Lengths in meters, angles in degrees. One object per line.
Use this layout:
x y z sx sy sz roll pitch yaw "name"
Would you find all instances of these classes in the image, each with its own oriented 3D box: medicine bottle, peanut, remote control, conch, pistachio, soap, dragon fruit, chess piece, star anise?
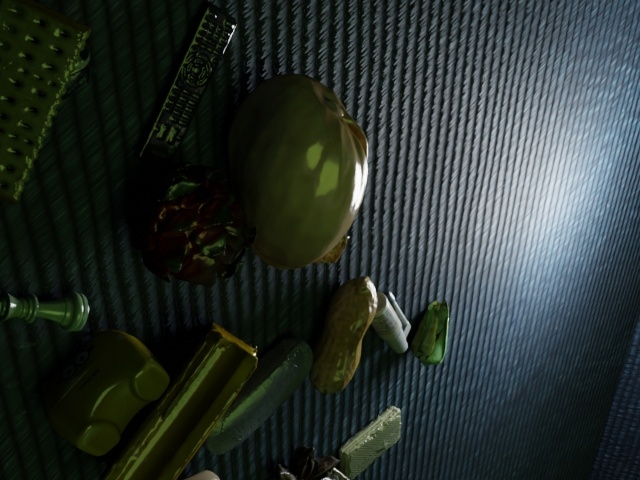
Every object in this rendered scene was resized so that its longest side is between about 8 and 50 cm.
0.155 0.177 1.826 0.092 0.061 0.221 -65 148 -24 "medicine bottle"
0.046 0.192 1.675 0.117 0.101 0.263 -86 -167 -75 "peanut"
-0.194 -0.220 1.172 0.063 0.025 0.245 18 102 -51 "remote control"
0.266 0.224 1.976 0.105 0.079 0.170 6 95 -57 "conch"
-0.037 -0.112 1.288 0.230 0.230 0.309 -21 133 -39 "pistachio"
-0.232 0.289 1.354 0.324 0.096 0.204 -54 -175 -7 "soap"
-0.189 -0.018 1.204 0.182 0.182 0.189 -42 100 -20 "dragon fruit"
-0.403 0.097 1.139 0.149 0.059 0.059 8 109 -45 "chess piece"
-0.041 0.549 1.842 0.262 0.081 0.230 -2 117 -36 "star anise"

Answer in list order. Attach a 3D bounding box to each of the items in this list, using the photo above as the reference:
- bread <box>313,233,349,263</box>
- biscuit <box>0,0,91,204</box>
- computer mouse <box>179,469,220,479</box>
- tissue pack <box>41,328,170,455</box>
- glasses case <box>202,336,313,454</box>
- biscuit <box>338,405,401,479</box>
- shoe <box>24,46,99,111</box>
-0.002 0.000 1.510 0.083 0.076 0.070 2 125 -49 "bread"
-0.375 -0.170 0.947 0.139 0.016 0.231 24 98 -16 "biscuit"
-0.286 0.494 1.484 0.236 0.082 0.145 -13 166 -47 "computer mouse"
-0.334 0.226 1.251 0.178 0.127 0.123 -47 149 -13 "tissue pack"
-0.122 0.301 1.589 0.282 0.067 0.109 -41 137 -19 "glasses case"
0.126 0.509 2.039 0.199 0.040 0.121 -32 138 -31 "biscuit"
-0.342 -0.189 1.004 0.143 0.064 0.071 -42 162 -12 "shoe"
